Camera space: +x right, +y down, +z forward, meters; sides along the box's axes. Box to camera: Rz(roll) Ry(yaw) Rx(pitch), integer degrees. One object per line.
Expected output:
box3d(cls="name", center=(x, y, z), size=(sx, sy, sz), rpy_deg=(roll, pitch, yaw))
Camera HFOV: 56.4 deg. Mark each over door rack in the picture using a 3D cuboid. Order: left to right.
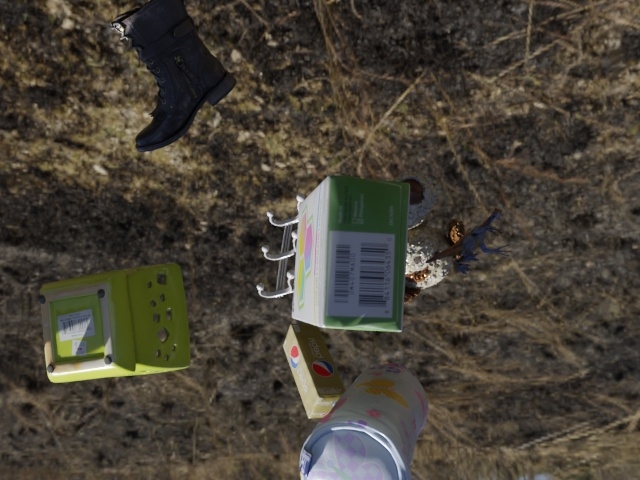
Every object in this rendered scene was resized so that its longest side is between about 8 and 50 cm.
box3d(cls="over door rack", center=(0.000, 0.000, 1.437), size=(0.324, 0.239, 0.108), rpy_deg=(-9, 146, 23))

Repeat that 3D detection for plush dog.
box3d(cls="plush dog", center=(0.169, 0.006, 1.234), size=(0.262, 0.225, 0.210), rpy_deg=(-45, -175, 10))

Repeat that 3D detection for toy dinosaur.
box3d(cls="toy dinosaur", center=(0.170, -0.006, 0.659), size=(0.090, 0.082, 0.047), rpy_deg=(13, 139, 12))

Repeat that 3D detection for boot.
box3d(cls="boot", center=(-0.308, -0.322, 1.126), size=(0.229, 0.263, 0.091), rpy_deg=(51, 172, -35))

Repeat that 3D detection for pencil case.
box3d(cls="pencil case", center=(0.063, 0.234, 0.712), size=(0.114, 0.124, 0.273), rpy_deg=(11, -174, 14))

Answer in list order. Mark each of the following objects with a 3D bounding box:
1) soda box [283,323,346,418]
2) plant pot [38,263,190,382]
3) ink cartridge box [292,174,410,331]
box3d(cls="soda box", center=(-0.013, 0.236, 1.096), size=(0.058, 0.181, 0.061), rpy_deg=(5, 124, -24))
box3d(cls="plant pot", center=(-0.419, 0.167, 1.199), size=(0.228, 0.227, 0.207), rpy_deg=(-10, 173, 19))
box3d(cls="ink cartridge box", center=(0.014, 0.017, 0.517), size=(0.062, 0.109, 0.209), rpy_deg=(4, 175, -10))
